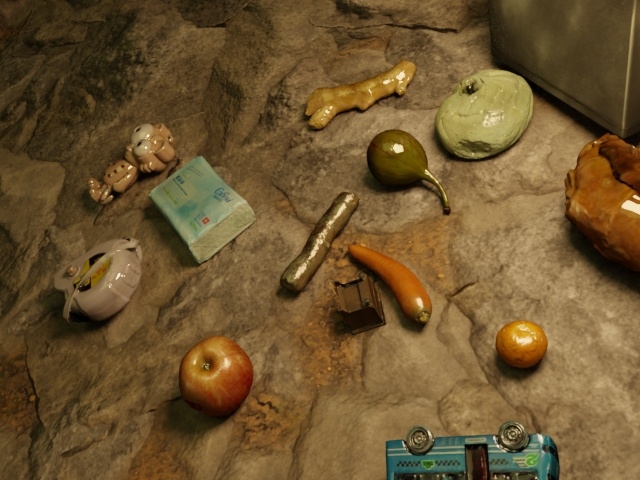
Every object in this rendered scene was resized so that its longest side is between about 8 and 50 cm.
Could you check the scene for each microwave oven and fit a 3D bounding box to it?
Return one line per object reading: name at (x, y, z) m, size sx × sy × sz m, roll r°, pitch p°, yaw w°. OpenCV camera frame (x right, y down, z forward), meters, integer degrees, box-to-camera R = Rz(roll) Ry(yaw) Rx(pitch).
microwave oven at (0.535, -0.465, 1.231) m, size 0.236 × 0.375 × 0.432 m, roll -27°, pitch 44°, yaw -6°

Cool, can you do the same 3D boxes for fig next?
fig at (0.199, -0.144, 1.352) m, size 0.124 × 0.124 × 0.236 m, roll -43°, pitch 63°, yaw -9°

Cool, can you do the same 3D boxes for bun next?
bun at (0.346, -0.278, 1.367) m, size 0.221 × 0.108 × 0.221 m, roll -13°, pitch 51°, yaw 17°

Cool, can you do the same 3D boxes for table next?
table at (0.074, 0.117, 1.223) m, size 0.070 × 0.082 × 0.083 m, roll -20°, pitch 49°, yaw 13°

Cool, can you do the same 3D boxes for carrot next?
carrot at (0.140, 0.069, 1.249) m, size 0.271 × 0.062 × 0.066 m, roll 53°, pitch 132°, yaw 45°

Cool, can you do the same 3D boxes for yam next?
yam at (0.000, 0.000, 1.366) m, size 0.061 × 0.061 × 0.253 m, roll 18°, pitch 65°, yaw 36°

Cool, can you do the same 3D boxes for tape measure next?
tape measure at (-0.519, 0.098, 1.512) m, size 0.236 × 0.120 × 0.197 m, roll -33°, pitch 41°, yaw 8°

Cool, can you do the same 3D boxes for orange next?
orange at (0.333, 0.172, 1.059) m, size 0.083 × 0.070 × 0.083 m, roll -9°, pitch 44°, yaw 8°

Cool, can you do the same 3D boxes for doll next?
doll at (-0.516, -0.205, 1.749) m, size 0.278 × 0.119 × 0.154 m, roll -41°, pitch 44°, yaw 0°

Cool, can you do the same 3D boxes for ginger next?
ginger at (0.513, -0.070, 1.090) m, size 0.172 × 0.165 × 0.321 m, roll -3°, pitch 46°, yaw -7°
ginger at (0.099, -0.373, 1.595) m, size 0.298 × 0.065 × 0.118 m, roll -20°, pitch 62°, yaw 14°

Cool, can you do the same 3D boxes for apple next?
apple at (-0.201, 0.257, 1.224) m, size 0.146 × 0.131 × 0.147 m, roll -10°, pitch 52°, yaw 13°

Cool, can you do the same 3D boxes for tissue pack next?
tissue pack at (-0.295, -0.085, 1.561) m, size 0.177 × 0.089 × 0.263 m, roll -39°, pitch 48°, yaw -8°

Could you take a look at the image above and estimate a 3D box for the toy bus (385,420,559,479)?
toy bus at (0.225, 0.351, 0.948) m, size 0.246 × 0.113 × 0.134 m, roll -9°, pitch 56°, yaw 23°
